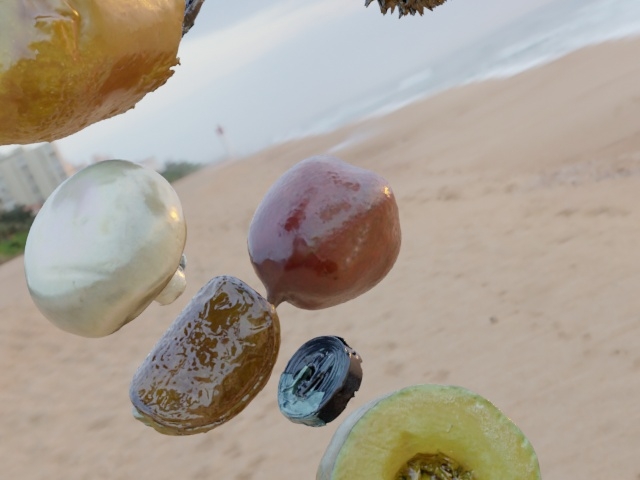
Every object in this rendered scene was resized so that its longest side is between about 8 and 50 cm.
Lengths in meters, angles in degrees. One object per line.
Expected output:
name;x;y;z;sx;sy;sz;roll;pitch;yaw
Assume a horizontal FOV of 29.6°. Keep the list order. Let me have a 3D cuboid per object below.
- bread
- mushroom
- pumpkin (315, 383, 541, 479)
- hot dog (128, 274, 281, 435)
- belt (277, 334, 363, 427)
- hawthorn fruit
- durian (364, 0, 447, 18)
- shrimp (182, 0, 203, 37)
bread;-0.398;-0.265;1.739;0.361;0.250;0.394;-37;2;33
mushroom;-0.267;0.016;1.596;0.246;0.202;0.246;-33;41;34
pumpkin;0.153;0.384;1.834;0.332;0.332;0.199;-27;-3;-16
hot dog;-0.184;0.192;1.931;0.272;0.196;0.122;-55;-28;-8
belt;-0.003;0.199;1.725;0.105;0.058;0.140;31;85;40
hawthorn fruit;0.004;-0.016;2.261;0.311;0.295;0.295;-21;1;-44
durian;0.100;-0.482;1.535;0.347;0.384;0.347;-31;7;4
shrimp;-0.212;-0.362;1.964;0.161;0.034;0.091;-62;-2;-31
